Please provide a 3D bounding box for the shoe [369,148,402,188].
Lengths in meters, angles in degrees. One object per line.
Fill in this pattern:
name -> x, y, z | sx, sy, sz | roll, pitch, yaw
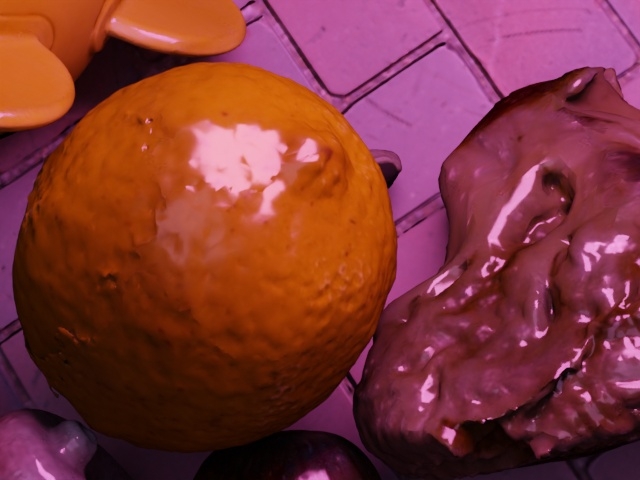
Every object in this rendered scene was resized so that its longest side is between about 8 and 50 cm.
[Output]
shoe -> 0.000, 0.000, 1.282 | 0.169, 0.071, 0.099 | -30, 79, 7

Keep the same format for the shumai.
shumai -> 0.175, 0.008, 1.173 | 0.346, 0.217, 0.283 | -14, 78, 10

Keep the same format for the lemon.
lemon -> -0.082, 0.016, 1.142 | 0.253, 0.253, 0.310 | 53, 132, 14

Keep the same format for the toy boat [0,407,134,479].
toy boat -> -0.151, 0.194, 1.183 | 0.085, 0.227, 0.155 | -39, 38, 7

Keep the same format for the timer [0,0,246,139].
timer -> -0.280, -0.199, 1.224 | 0.387, 0.376, 0.376 | 32, 86, 14

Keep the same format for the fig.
fig -> -0.023, 0.260, 1.213 | 0.149, 0.149, 0.245 | -1, 92, 9
